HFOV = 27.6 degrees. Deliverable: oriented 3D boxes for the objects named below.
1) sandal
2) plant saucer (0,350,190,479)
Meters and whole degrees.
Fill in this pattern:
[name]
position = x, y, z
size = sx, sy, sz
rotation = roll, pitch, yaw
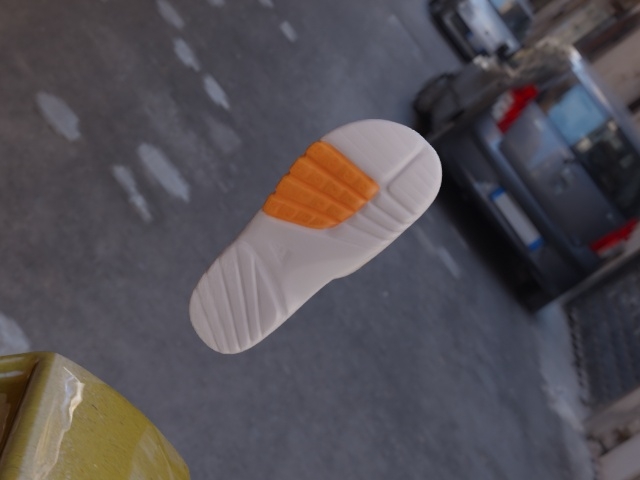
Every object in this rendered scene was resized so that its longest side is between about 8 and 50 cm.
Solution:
[sandal]
position = -0.007, -0.008, 1.099
size = 0.102, 0.265, 0.076
rotation = 52, 23, 5
[plant saucer]
position = -0.210, 0.115, 0.454
size = 0.333, 0.332, 0.081
rotation = -138, -139, -80
